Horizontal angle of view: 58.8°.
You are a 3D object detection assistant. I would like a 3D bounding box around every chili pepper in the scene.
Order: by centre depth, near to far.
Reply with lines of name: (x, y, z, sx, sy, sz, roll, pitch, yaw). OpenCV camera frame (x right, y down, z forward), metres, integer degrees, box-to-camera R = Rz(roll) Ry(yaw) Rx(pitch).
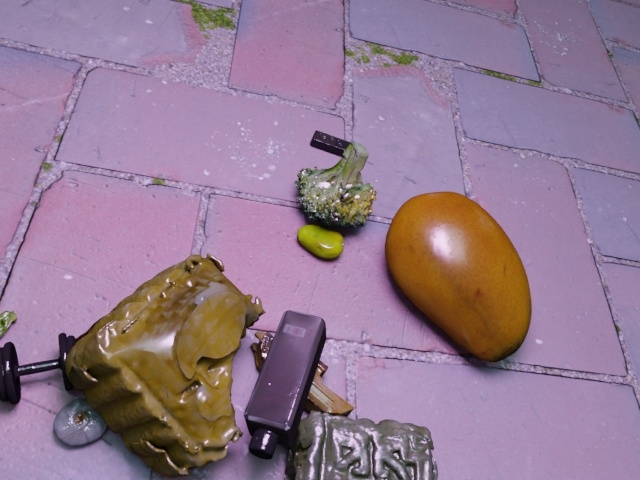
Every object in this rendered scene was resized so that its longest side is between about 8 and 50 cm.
chili pepper: (-0.553, 0.159, 0.973, 0.034, 0.030, 0.091, 32, 51, -26)

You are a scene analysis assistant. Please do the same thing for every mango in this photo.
mango: (0.296, 0.069, 1.187, 0.263, 0.221, 0.378, -25, 77, -35)
mango: (0.000, 0.000, 1.235, 0.108, 0.056, 0.073, 22, 47, 1)

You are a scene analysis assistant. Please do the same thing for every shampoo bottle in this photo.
shampoo bottle: (-0.058, 0.238, 0.944, 0.080, 0.079, 0.246, 11, 50, 12)

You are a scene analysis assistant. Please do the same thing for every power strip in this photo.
power strip: (0.031, -0.241, 1.426, 0.111, 0.029, 0.038, 18, 53, -4)

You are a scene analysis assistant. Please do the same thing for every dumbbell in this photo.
dumbbell: (-0.459, 0.207, 0.925, 0.208, 0.099, 0.099, -8, 59, -23)

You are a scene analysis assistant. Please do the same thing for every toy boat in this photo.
toy boat: (-0.033, 0.246, 1.051, 0.226, 0.068, 0.088, 36, 47, 10)

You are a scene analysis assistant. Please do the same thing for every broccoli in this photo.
broccoli: (0.044, -0.125, 1.238, 0.194, 0.194, 0.220, 16, 32, -6)

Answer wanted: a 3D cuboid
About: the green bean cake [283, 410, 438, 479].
green bean cake: (0.064, 0.418, 0.929, 0.254, 0.132, 0.241, 11, 58, -10)

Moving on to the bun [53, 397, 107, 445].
bun: (-0.388, 0.293, 0.921, 0.083, 0.045, 0.083, 9, 59, -15)

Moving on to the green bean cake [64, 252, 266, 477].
green bean cake: (-0.208, 0.189, 0.932, 0.285, 0.202, 0.310, 51, 44, -11)
